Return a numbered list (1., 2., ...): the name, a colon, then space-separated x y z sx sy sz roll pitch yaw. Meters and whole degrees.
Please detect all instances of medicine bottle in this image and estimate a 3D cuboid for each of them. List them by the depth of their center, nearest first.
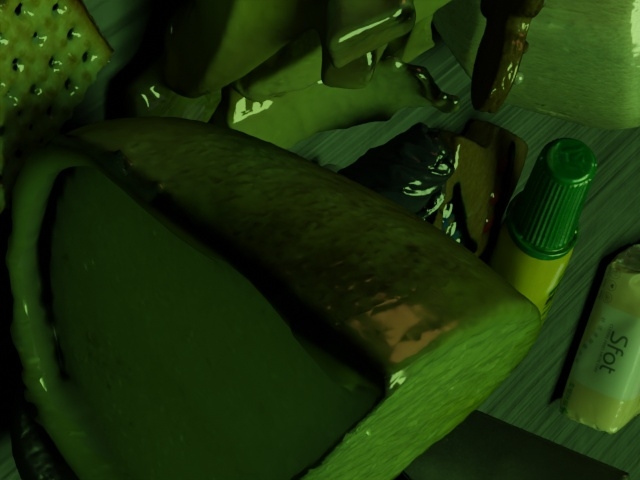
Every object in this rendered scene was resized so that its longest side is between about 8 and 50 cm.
1. medicine bottle: 0.208 0.000 1.893 0.309 0.076 0.111 99 1 -60

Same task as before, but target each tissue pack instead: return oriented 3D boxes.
1. tissue pack: 0.388 0.112 2.402 0.186 0.090 0.222 -18 130 -59

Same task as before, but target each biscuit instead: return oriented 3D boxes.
1. biscuit: -0.202 -0.072 1.186 0.203 0.016 0.144 -57 154 -15
2. biscuit: 0.147 -0.190 1.408 0.138 0.031 0.205 -169 -86 -79
3. biscuit: 0.113 -0.011 1.815 0.301 0.043 0.278 -46 150 -32

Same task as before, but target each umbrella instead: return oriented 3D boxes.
1. umbrella: -0.003 0.000 1.461 0.248 0.071 0.071 -36 160 16

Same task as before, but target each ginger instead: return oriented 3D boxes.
1. ginger: 0.039 -0.175 1.330 0.413 0.211 0.358 -6 121 -61

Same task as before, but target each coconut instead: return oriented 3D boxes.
1. coconut: 0.232 -0.209 1.595 0.245 0.247 0.245 -54 155 -39

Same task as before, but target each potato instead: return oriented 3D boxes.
1. potato: -0.041 0.034 1.243 0.213 0.280 0.330 -30 161 -40

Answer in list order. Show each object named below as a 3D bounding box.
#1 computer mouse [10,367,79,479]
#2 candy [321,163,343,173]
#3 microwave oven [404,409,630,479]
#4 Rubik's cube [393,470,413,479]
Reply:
1. computer mouse: -0.124 0.076 1.382 0.147 0.088 0.264 46 76 -19
2. candy: 0.016 0.032 1.546 0.071 0.174 0.138 5 115 -24
3. microwave oven: 0.060 0.373 1.716 0.432 0.374 0.236 -59 154 -20
4. Rubik's cube: -0.049 0.185 1.483 0.184 0.187 0.182 -43 153 -3
